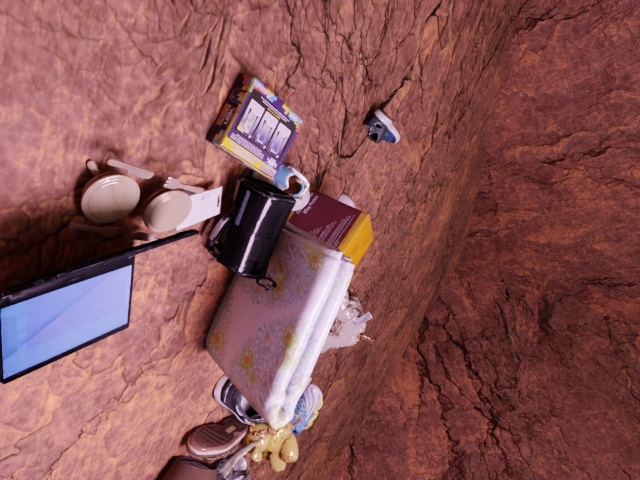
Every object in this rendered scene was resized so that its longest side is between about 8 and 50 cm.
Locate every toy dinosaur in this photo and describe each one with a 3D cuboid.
[{"bbox_3d":[-0.259,0.642,1.379,0.268,0.118,0.064,-23,121,-25],"label":"toy dinosaur"}]

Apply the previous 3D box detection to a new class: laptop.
[{"bbox_3d":[-0.332,0.097,0.751,0.234,0.265,0.136,-26,99,-56],"label":"laptop"}]

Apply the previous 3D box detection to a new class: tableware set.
[{"bbox_3d":[-0.291,-0.063,0.791,0.128,0.039,0.194,-53,150,14],"label":"tableware set"}]

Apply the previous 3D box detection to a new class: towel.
[{"bbox_3d":[-0.102,0.147,1.062,0.090,0.321,0.374,20,94,-35],"label":"towel"}]

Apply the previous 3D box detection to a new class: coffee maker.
[{"bbox_3d":[-0.123,-0.022,1.007,0.178,0.171,0.120,-65,169,16],"label":"coffee maker"}]

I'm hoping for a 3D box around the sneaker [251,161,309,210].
[{"bbox_3d":[-0.070,-0.114,1.140,0.087,0.092,0.229,-65,158,-3],"label":"sneaker"}]

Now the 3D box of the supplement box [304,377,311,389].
[{"bbox_3d":[-0.120,0.420,1.533,0.113,0.111,0.220,-57,155,-17],"label":"supplement box"}]

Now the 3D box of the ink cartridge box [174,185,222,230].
[{"bbox_3d":[-0.234,-0.066,0.928,0.115,0.029,0.062,-31,140,-53],"label":"ink cartridge box"}]

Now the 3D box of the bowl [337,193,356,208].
[{"bbox_3d":[0.070,-0.057,1.533,0.142,0.053,0.142,-58,157,-13],"label":"bowl"}]

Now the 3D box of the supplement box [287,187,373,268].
[{"bbox_3d":[0.000,0.000,1.265,0.191,0.194,0.129,-56,155,-19],"label":"supplement box"}]

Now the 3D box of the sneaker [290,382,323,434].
[{"bbox_3d":[-0.064,0.663,1.910,0.126,0.091,0.240,-33,142,-49],"label":"sneaker"}]

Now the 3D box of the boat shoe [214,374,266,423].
[{"bbox_3d":[-0.187,0.465,1.402,0.114,0.091,0.302,-66,148,-17],"label":"boat shoe"}]

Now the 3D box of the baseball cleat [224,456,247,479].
[{"bbox_3d":[-0.301,0.778,1.587,0.205,0.072,0.109,-54,168,-12],"label":"baseball cleat"}]

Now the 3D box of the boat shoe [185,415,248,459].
[{"bbox_3d":[-0.285,0.559,1.357,0.095,0.095,0.257,-60,157,3],"label":"boat shoe"}]

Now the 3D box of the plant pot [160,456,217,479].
[{"bbox_3d":[-0.346,0.673,1.238,0.215,0.216,0.230,51,53,-64],"label":"plant pot"}]

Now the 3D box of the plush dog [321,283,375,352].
[{"bbox_3d":[0.093,0.274,1.773,0.225,0.211,0.262,-77,-174,-73],"label":"plush dog"}]

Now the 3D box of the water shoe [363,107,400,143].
[{"bbox_3d":[0.179,-0.330,1.494,0.080,0.073,0.203,-40,159,10],"label":"water shoe"}]

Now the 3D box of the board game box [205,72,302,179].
[{"bbox_3d":[-0.122,-0.214,0.961,0.170,0.048,0.141,30,87,-57],"label":"board game box"}]

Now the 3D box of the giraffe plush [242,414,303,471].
[{"bbox_3d":[-0.174,0.644,1.611,0.171,0.181,0.210,10,116,-44],"label":"giraffe plush"}]
